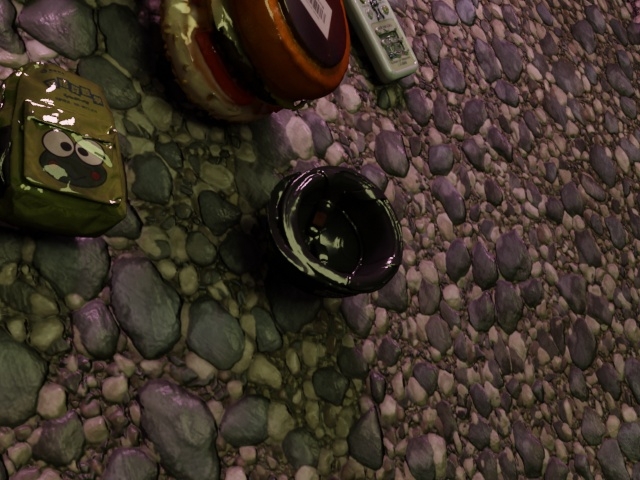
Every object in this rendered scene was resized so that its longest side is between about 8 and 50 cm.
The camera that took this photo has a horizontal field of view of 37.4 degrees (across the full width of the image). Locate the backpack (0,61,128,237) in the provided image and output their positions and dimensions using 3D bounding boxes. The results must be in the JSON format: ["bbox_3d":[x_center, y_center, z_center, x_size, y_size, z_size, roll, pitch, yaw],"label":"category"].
[{"bbox_3d":[-0.379,-0.126,1.338,0.207,0.140,0.253,15,54,-40],"label":"backpack"}]

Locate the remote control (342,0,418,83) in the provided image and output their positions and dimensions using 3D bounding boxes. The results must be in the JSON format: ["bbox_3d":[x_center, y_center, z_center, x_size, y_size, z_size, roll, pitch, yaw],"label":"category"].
[{"bbox_3d":[0.097,-0.501,2.055,0.128,0.065,0.335,-28,91,-51],"label":"remote control"}]

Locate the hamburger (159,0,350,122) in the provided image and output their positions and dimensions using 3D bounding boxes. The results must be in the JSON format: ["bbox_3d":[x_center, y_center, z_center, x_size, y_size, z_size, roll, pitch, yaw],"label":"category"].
[{"bbox_3d":[-0.112,-0.368,1.622,0.330,0.250,0.330,39,45,-52],"label":"hamburger"}]

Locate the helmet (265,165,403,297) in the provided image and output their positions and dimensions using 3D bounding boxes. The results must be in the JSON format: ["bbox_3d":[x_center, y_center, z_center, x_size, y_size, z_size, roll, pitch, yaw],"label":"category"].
[{"bbox_3d":[0.000,0.000,1.639,0.278,0.160,0.231,0,70,-33],"label":"helmet"}]
